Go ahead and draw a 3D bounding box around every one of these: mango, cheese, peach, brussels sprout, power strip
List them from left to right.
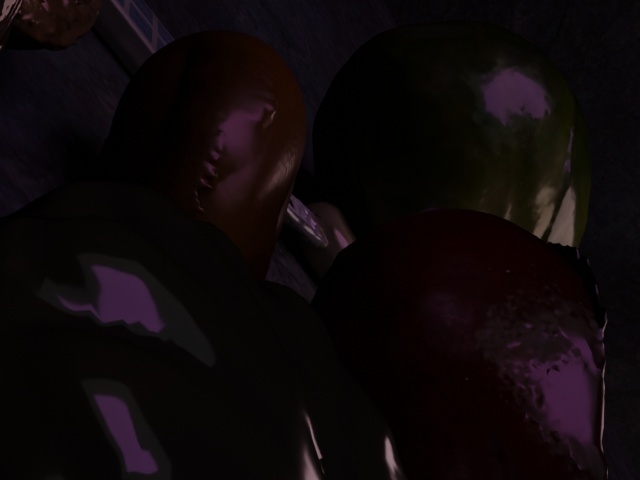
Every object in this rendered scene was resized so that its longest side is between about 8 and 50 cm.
[{"bbox_3d":[-0.151,-0.167,1.426,0.192,0.035,0.081,51,14,-26],"label":"power strip"},{"bbox_3d":[-0.084,-0.048,1.137,0.136,0.166,0.236,15,44,-3],"label":"mango"},{"bbox_3d":[0.001,0.000,1.578,0.235,0.049,0.127,39,22,-58],"label":"cheese"},{"bbox_3d":[0.079,0.138,1.203,0.258,0.201,0.362,111,-20,-47],"label":"peach"},{"bbox_3d":[0.143,-0.053,1.732,0.289,0.281,0.355,12,-65,60],"label":"brussels sprout"}]

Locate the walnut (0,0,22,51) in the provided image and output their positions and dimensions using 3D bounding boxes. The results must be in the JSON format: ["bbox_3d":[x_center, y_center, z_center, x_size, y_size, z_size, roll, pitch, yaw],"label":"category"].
[{"bbox_3d":[-0.224,-0.157,0.872,0.162,0.140,0.140,69,13,7],"label":"walnut"}]

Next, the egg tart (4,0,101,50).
[{"bbox_3d":[-0.237,-0.215,1.072,0.252,0.098,0.232,41,26,-42],"label":"egg tart"}]

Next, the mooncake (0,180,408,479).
[{"bbox_3d":[-0.057,0.154,0.611,0.356,0.194,0.356,53,12,-17],"label":"mooncake"}]
